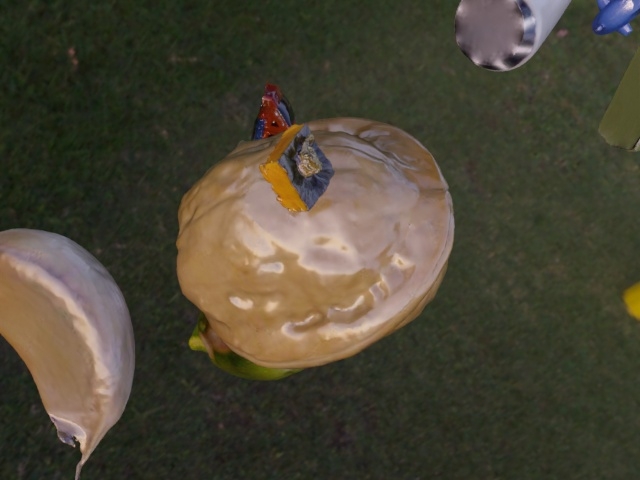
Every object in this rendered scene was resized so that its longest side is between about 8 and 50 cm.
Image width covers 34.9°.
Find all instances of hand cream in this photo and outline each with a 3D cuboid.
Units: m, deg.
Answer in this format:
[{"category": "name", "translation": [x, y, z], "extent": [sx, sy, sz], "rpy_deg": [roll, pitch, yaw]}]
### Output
[{"category": "hand cream", "translation": [0.304, -0.346, 1.434], "extent": [0.118, 0.185, 0.358], "rpy_deg": [44, 42, 3]}]

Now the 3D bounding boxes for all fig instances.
[{"category": "fig", "translation": [-0.128, 0.140, 1.690], "extent": [0.206, 0.275, 0.206], "rpy_deg": [10, 73, -37]}]

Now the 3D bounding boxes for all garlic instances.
[{"category": "garlic", "translation": [-0.328, 0.130, 1.323], "extent": [0.338, 0.196, 0.151], "rpy_deg": [57, 10, -5]}]

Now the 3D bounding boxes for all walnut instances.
[{"category": "walnut", "translation": [-0.008, 0.006, 1.413], "extent": [0.383, 0.383, 0.384], "rpy_deg": [22, 47, -26]}]

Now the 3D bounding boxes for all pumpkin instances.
[{"category": "pumpkin", "translation": [-0.022, -0.083, 1.156], "extent": [0.074, 0.054, 0.083], "rpy_deg": [54, 43, -23]}]

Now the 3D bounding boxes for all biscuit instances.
[{"category": "biscuit", "translation": [0.501, -0.276, 1.451], "extent": [0.038, 0.323, 0.099], "rpy_deg": [11, 22, -31]}]

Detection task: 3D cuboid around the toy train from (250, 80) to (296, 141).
[{"category": "toy train", "translation": [-0.105, -0.091, 1.903], "extent": [0.089, 0.410, 0.086], "rpy_deg": [12, 27, -3]}]

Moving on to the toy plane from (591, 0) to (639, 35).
[{"category": "toy plane", "translation": [0.347, -0.268, 1.050], "extent": [0.054, 0.167, 0.062], "rpy_deg": [50, 37, -2]}]
